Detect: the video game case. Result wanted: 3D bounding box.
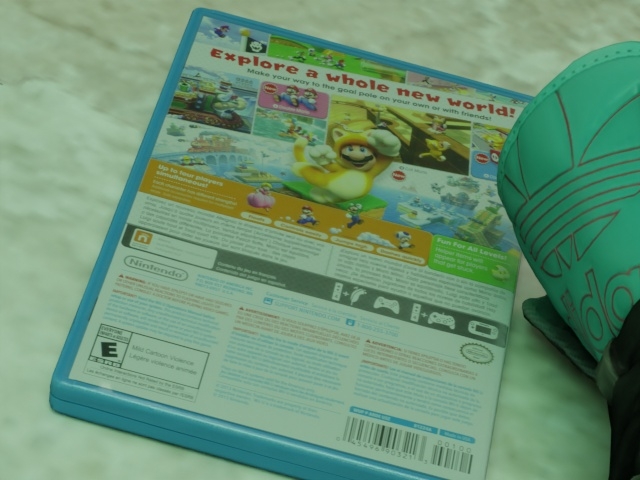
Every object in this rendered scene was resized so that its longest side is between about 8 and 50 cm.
[{"bbox_3d":[0.000,0.000,0.569,0.119,0.015,0.166,15,46,0],"label":"video game case"}]

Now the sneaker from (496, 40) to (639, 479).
[{"bbox_3d":[0.090,0.039,0.477,0.295,0.124,0.178,-19,59,-39],"label":"sneaker"}]
